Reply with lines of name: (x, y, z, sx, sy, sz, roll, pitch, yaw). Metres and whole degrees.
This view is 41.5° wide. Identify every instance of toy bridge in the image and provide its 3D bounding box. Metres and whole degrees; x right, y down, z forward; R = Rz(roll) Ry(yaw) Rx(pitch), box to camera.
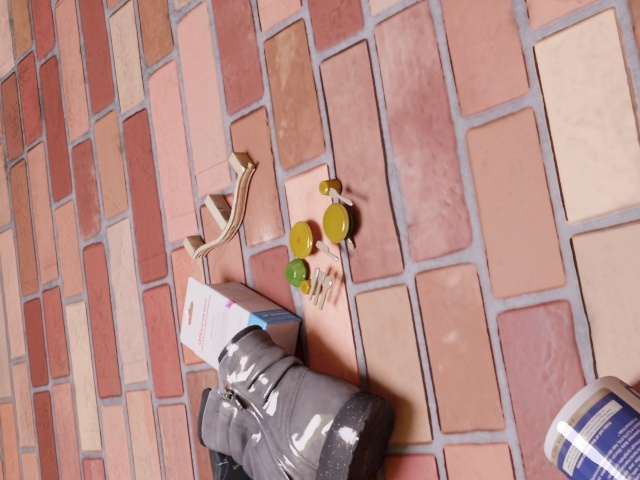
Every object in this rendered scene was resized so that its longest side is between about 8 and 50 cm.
toy bridge: (-0.137, -0.039, 1.184, 0.063, 0.026, 0.188, 56, 130, 28)

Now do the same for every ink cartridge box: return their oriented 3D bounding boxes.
ink cartridge box: (-0.112, 0.122, 1.134, 0.181, 0.062, 0.104, 26, 111, 44)

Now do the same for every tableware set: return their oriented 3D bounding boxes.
tableware set: (0.000, 0.000, 1.034, 0.104, 0.024, 0.154, 36, 119, 45)

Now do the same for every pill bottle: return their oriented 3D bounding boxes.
pill bottle: (0.271, 0.195, 0.675, 0.169, 0.094, 0.094, 42, 122, 40)

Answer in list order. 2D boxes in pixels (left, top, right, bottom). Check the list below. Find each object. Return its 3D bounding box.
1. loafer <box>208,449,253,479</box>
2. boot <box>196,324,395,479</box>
loafer: (-0.121, 0.322, 1.166, 0.061, 0.062, 0.170, 137, 126, -66)
boot: (-0.058, 0.288, 1.011, 0.223, 0.118, 0.338, 24, 98, 29)
